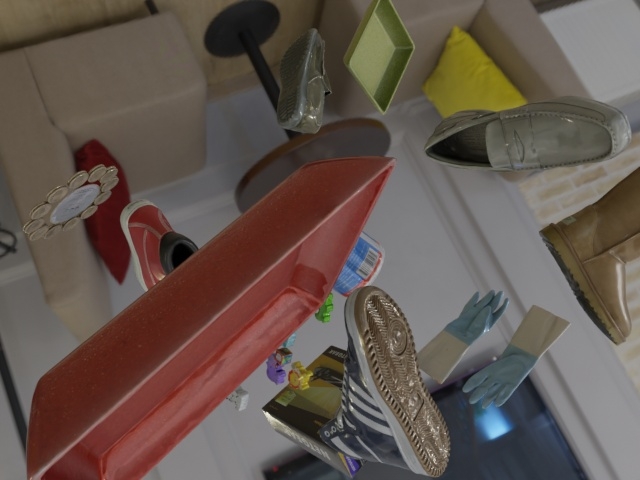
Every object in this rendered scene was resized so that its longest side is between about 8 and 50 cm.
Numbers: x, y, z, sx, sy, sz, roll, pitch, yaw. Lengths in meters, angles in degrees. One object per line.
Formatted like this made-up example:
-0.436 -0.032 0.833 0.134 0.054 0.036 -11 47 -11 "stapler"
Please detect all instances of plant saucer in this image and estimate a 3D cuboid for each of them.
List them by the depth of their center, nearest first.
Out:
-0.075 0.067 0.437 0.258 0.047 0.259 -42 167 -25 "plant saucer"
0.118 -0.398 1.347 0.188 0.045 0.189 41 69 -52 "plant saucer"

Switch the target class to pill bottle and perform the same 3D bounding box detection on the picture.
0.000 0.000 1.160 0.124 0.221 0.124 -46 -160 22 "pill bottle"

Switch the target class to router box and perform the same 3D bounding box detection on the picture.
0.046 0.374 1.436 0.243 0.081 0.308 -39 -155 -27 "router box"

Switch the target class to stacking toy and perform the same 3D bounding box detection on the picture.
-0.073 0.195 1.135 0.166 0.052 0.221 -7 123 -43 "stacking toy"

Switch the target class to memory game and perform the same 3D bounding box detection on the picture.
-0.418 -0.064 1.062 0.186 0.012 0.186 -41 175 -4 "memory game"

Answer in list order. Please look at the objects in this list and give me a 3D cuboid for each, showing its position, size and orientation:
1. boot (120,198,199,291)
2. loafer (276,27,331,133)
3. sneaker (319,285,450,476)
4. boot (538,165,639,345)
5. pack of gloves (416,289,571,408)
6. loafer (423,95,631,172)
-0.241 0.064 1.065 0.088 0.176 0.244 -36 140 -24 "boot"
-0.029 -0.314 1.266 0.087 0.251 0.094 29 148 -36 "loafer"
0.054 0.187 0.822 0.153 0.282 0.099 -6 -153 40 "sneaker"
0.499 0.003 0.938 0.269 0.236 0.089 -32 -164 9 "boot"
0.315 0.202 1.171 0.232 0.195 0.046 -43 131 -17 "pack of gloves"
0.295 -0.146 0.945 0.111 0.112 0.319 -35 -157 -29 "loafer"
